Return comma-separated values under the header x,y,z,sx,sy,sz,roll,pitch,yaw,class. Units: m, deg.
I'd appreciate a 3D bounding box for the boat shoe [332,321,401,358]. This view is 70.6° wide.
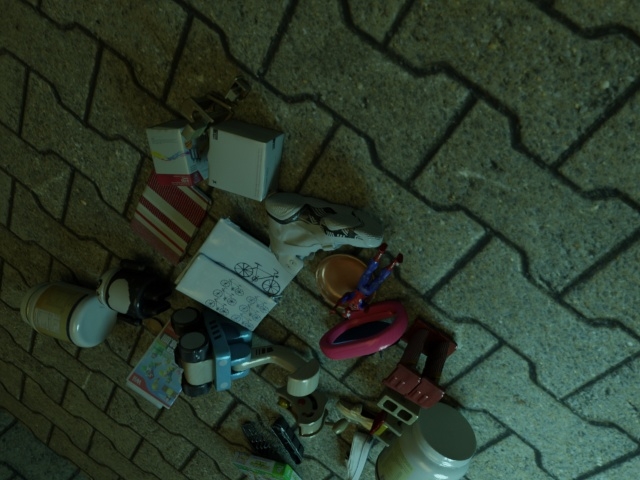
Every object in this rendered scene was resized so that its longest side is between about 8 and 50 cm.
x,y,z,sx,sy,sz,roll,pitch,yaw,class
0.157,0.321,1.450,0.258,0.109,0.089,-15,117,46,boat shoe

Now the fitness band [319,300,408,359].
x,y,z,sx,sy,sz,roll,pitch,yaw,class
0.127,0.266,1.354,0.291,0.209,0.054,-22,104,30,fitness band

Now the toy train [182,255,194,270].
x,y,z,sx,sy,sz,roll,pitch,yaw,class
-0.391,0.114,1.582,0.184,0.080,0.105,19,117,9,toy train

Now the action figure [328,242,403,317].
x,y,z,sx,sy,sz,roll,pitch,yaw,class
0.122,0.149,1.300,0.091,0.139,0.280,34,126,5,action figure

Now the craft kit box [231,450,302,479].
x,y,z,sx,sy,sz,roll,pitch,yaw,class
-0.218,0.988,1.922,0.247,0.061,0.250,0,137,21,craft kit box

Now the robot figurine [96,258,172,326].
x,y,z,sx,sy,sz,roll,pitch,yaw,class
-0.704,0.198,1.702,0.278,0.209,0.173,14,156,16,robot figurine

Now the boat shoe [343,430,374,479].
x,y,z,sx,sy,sz,roll,pitch,yaw,class
0.133,0.829,1.723,0.084,0.095,0.258,21,112,17,boat shoe

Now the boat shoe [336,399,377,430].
x,y,z,sx,sy,sz,roll,pitch,yaw,class
0.139,0.615,1.624,0.170,0.063,0.059,27,109,10,boat shoe

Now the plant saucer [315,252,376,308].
x,y,z,sx,sy,sz,roll,pitch,yaw,class
0.081,0.124,1.404,0.200,0.037,0.200,10,119,18,plant saucer

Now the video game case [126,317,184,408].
x,y,z,sx,sy,sz,roll,pitch,yaw,class
-0.584,0.472,1.760,0.204,0.285,0.025,32,165,5,video game case

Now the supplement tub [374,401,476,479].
x,y,z,sx,sy,sz,roll,pitch,yaw,class
0.338,0.707,1.473,0.235,0.235,0.324,28,123,9,supplement tub

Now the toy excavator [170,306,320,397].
x,y,z,sx,sy,sz,roll,pitch,yaw,class
-0.273,0.400,1.606,0.433,0.445,0.222,-131,38,-51,toy excavator

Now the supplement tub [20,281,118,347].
x,y,z,sx,sy,sz,roll,pitch,yaw,class
-1.038,0.296,1.869,0.316,0.228,0.228,11,119,18,supplement tub

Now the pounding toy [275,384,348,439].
x,y,z,sx,sy,sz,roll,pitch,yaw,class
-0.049,0.646,1.633,0.270,0.154,0.154,19,123,34,pounding toy

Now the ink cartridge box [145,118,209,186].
x,y,z,sx,sy,sz,roll,pitch,yaw,class
-0.420,-0.268,1.366,0.127,0.128,0.176,5,118,21,ink cartridge box

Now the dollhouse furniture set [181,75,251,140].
x,y,z,sx,sy,sz,roll,pitch,yaw,class
-0.305,-0.381,1.225,0.101,0.182,0.161,45,124,-3,dollhouse furniture set

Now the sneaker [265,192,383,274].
x,y,z,sx,sy,sz,roll,pitch,yaw,class
0.000,0.000,1.317,0.366,0.137,0.210,18,120,20,sneaker

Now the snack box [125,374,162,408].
x,y,z,sx,sy,sz,roll,pitch,yaw,class
-0.648,0.548,1.840,0.174,0.207,0.070,32,126,5,snack box

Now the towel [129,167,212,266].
x,y,z,sx,sy,sz,roll,pitch,yaw,class
-0.522,-0.092,1.560,0.237,0.037,0.329,40,122,3,towel

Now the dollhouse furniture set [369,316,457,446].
x,y,z,sx,sy,sz,roll,pitch,yaw,class
0.253,0.445,1.407,0.152,0.201,0.374,31,130,6,dollhouse furniture set

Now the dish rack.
x,y,z,sx,sy,sz,roll,pitch,yaw,class
-0.212,0.835,1.879,0.272,0.074,0.208,-21,105,31,dish rack

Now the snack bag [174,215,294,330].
x,y,z,sx,sy,sz,roll,pitch,yaw,class
-0.271,0.122,1.493,0.323,0.037,0.342,34,117,-14,snack bag

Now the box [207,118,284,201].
x,y,z,sx,sy,sz,roll,pitch,yaw,class
-0.216,-0.233,1.300,0.182,0.119,0.181,19,122,14,box

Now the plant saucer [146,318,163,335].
x,y,z,sx,sy,sz,roll,pitch,yaw,class
-0.683,0.355,1.871,0.083,0.015,0.083,10,119,19,plant saucer
